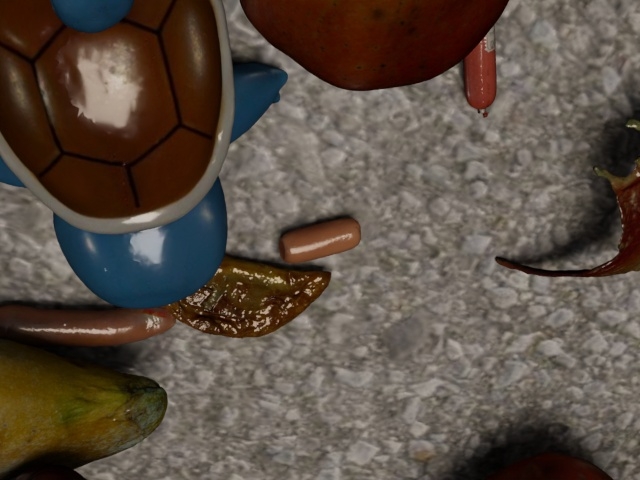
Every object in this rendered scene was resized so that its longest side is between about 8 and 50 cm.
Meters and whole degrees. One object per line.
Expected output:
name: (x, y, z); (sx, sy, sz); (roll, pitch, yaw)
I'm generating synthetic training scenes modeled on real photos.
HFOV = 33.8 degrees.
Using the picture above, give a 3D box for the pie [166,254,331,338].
pie: (-0.090, 0.053, 1.037); (0.191, 0.033, 0.088); (11, 106, -22)

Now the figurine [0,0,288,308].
figurine: (-0.160, -0.139, 0.833); (0.298, 0.243, 0.416); (-19, 143, -14)

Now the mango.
mango: (-0.301, 0.157, 0.968); (0.316, 0.146, 0.193); (-1, 158, -20)

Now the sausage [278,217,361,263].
sausage: (0.000, 0.000, 1.033); (0.083, 0.034, 0.034); (-15, 121, -8)

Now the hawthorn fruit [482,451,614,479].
hawthorn fruit: (0.256, 0.372, 1.177); (0.275, 0.275, 0.299); (-36, 129, 7)

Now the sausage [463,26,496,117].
sausage: (0.137, -0.224, 0.943); (0.034, 0.034, 0.253); (-13, 121, -7)

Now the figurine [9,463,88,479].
figurine: (-0.282, 0.298, 0.919); (0.240, 0.175, 0.116); (-48, 141, 6)

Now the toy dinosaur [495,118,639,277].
toy dinosaur: (0.316, -0.099, 1.036); (0.207, 0.113, 0.327); (-21, 137, -33)

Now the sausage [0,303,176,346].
sausage: (-0.228, 0.079, 1.016); (0.177, 0.047, 0.040); (-1, 151, -13)

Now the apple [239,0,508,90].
apple: (0.048, -0.225, 0.807); (0.234, 0.234, 0.234); (-6, 120, -11)
